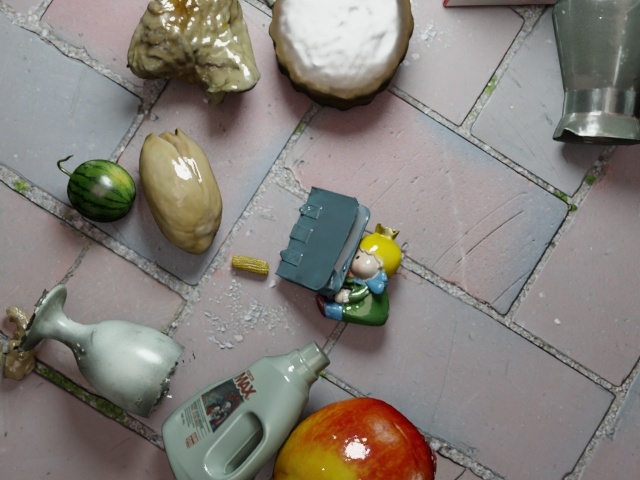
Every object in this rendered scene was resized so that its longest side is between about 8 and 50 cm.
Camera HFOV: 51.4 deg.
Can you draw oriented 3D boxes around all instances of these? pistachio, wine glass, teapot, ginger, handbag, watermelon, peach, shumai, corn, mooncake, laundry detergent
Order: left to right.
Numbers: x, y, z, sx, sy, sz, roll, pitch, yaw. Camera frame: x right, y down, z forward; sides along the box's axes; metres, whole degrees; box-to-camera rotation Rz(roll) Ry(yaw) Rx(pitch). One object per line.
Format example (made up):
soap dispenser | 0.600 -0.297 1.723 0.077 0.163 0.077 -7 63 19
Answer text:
ginger | -0.691 0.238 1.531 0.070 0.051 0.173 2 83 -3
watermelon | -0.511 -0.123 1.502 0.187 0.141 0.140 31 87 2
wine glass | -0.471 0.246 1.469 0.357 0.190 0.190 26 88 -2
pistachio | -0.316 -0.108 1.501 0.162 0.182 0.292 -23 93 -40
shumai | -0.232 -0.442 1.455 0.263 0.267 0.314 30 94 1
corn | -0.165 0.057 1.562 0.092 0.037 0.037 12 88 0
laundry detergent | -0.145 0.376 1.445 0.398 0.264 0.124 -37 127 0
handbag | 0.000 0.000 1.523 0.179 0.062 0.229 18 84 39
mooncake | 0.045 -0.466 1.511 0.324 0.187 0.323 0 90 -1
peach | 0.076 0.523 1.425 0.370 0.370 0.369 0 89 -2
teapot | 0.665 -0.396 1.526 0.300 0.253 0.343 2 96 -34

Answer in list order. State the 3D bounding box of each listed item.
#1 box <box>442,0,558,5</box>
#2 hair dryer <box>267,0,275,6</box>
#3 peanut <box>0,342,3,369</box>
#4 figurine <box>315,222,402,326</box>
box | 0.446 -0.725 1.475 0.315 0.300 0.312 -2 89 -3
hair dryer | -0.155 -0.601 1.516 0.067 0.199 0.167 -33 115 21
peanut | -0.822 0.194 1.490 0.298 0.120 0.136 52 131 -1
figurine | 0.090 0.072 1.539 0.185 0.127 0.234 8 98 14
